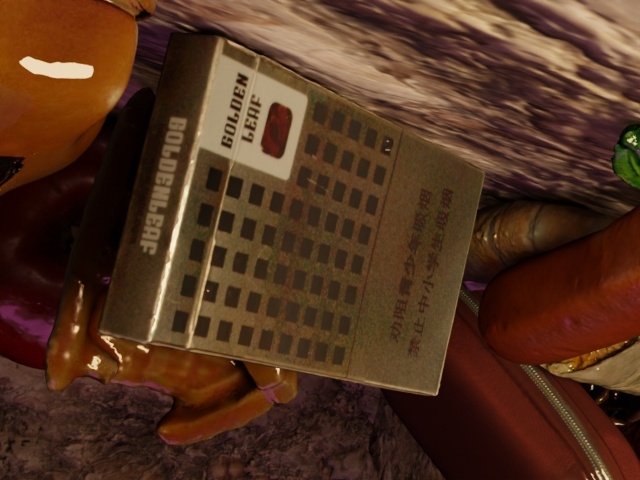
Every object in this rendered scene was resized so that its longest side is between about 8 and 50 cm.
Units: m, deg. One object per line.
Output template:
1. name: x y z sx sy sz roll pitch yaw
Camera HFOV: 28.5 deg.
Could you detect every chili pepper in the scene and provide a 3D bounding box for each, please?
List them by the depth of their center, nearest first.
1. chili pepper: 0.205 -0.036 0.701 0.118 0.035 0.055 26 160 -18

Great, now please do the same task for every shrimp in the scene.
1. shrimp: 0.193 0.013 1.128 0.168 0.077 0.317 16 171 -25

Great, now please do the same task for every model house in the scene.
1. model house: -0.070 0.023 0.937 0.229 0.219 0.199 14 -164 -11

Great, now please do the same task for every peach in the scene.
1. peach: -0.213 0.015 1.288 0.201 0.257 0.361 8 168 3

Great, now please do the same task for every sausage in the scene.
1. sausage: 0.213 0.035 0.927 0.089 0.083 0.300 23 158 -14

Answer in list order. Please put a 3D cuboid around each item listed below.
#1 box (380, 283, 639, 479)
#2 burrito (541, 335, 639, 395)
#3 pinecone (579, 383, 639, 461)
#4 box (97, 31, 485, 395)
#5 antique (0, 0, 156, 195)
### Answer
1. box: 0.182 0.184 1.298 0.404 0.108 0.263 52 158 33
2. burrito: 0.353 0.101 1.226 0.299 0.143 0.105 19 -156 -37
3. pinecone: 0.315 0.140 1.414 0.292 0.246 0.246 33 166 -39
4. box: 0.000 -0.001 0.833 0.047 0.180 0.325 10 175 37
5. antique: -0.205 -0.096 0.591 0.278 0.129 0.223 9 171 38
